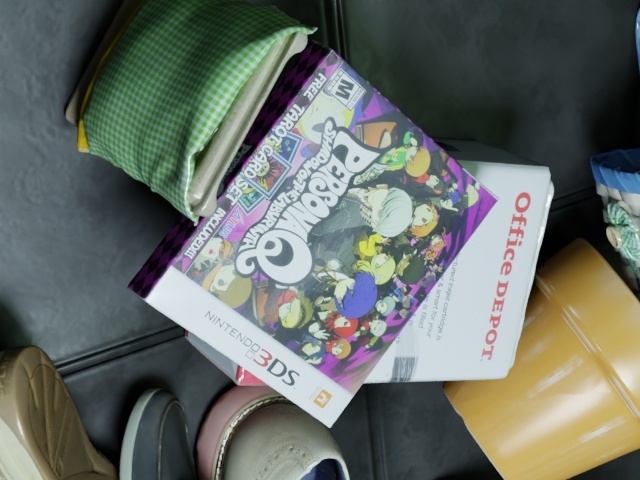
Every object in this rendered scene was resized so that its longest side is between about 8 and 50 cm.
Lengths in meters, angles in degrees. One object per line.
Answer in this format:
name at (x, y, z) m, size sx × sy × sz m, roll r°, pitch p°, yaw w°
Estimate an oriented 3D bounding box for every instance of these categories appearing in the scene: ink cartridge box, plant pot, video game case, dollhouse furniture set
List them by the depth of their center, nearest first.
dollhouse furniture set at (-0.109, -0.194, 1.076) m, size 0.151 × 0.197 × 0.301 m, roll 27°, pitch 92°, yaw -37°
video game case at (0.000, 0.000, 1.173) m, size 0.210 × 0.042 × 0.232 m, roll 39°, pitch 87°, yaw -34°
ink cartridge box at (0.042, 0.012, 1.296) m, size 0.273 × 0.114 × 0.197 m, roll 3°, pitch 106°, yaw -30°
plant pot at (0.225, 0.134, 1.416) m, size 0.188 × 0.205 × 0.205 m, roll -36°, pitch 124°, yaw 3°

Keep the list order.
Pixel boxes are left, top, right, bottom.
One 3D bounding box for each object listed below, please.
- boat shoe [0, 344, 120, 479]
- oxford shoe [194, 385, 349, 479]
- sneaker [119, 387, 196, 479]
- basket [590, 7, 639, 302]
boat shoe at (-0.228, 0.218, 1.225) m, size 0.110 × 0.121 × 0.341 m, roll -9°, pitch 127°, yaw 10°
oxford shoe at (-0.037, 0.328, 1.347) m, size 0.141 × 0.146 × 0.396 m, roll -15°, pitch 115°, yaw -26°
sneaker at (-0.093, 0.231, 1.262) m, size 0.083 × 0.118 × 0.222 m, roll 0°, pitch 85°, yaw -68°
basket at (0.354, -0.074, 1.333) m, size 0.201 × 0.255 × 0.288 m, roll -3°, pitch 95°, yaw -14°
